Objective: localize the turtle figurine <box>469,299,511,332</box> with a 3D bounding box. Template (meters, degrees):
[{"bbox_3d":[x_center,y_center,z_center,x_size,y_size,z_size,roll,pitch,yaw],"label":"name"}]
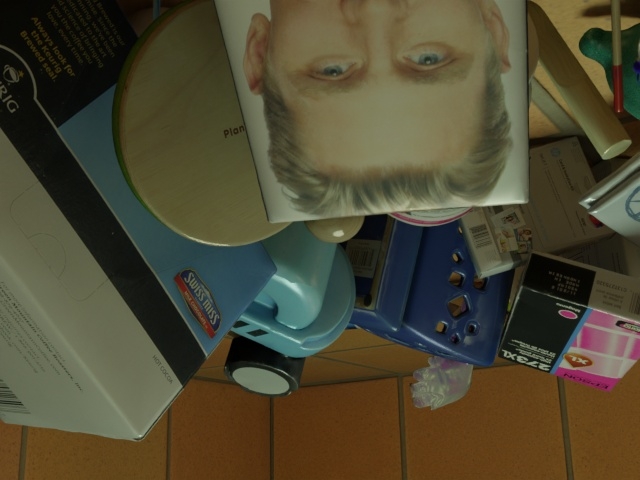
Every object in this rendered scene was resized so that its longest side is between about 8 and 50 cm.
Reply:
[{"bbox_3d":[0.350,0.087,1.550,0.269,0.217,0.087,23,178,-38],"label":"turtle figurine"}]

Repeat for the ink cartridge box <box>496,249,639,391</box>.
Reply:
[{"bbox_3d":[0.352,0.135,1.149,0.175,0.069,0.371,16,159,13],"label":"ink cartridge box"}]

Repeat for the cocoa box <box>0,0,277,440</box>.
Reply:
[{"bbox_3d":[-0.248,-0.030,0.724,0.231,0.228,0.347,-6,123,40],"label":"cocoa box"}]

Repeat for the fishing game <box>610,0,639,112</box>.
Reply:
[{"bbox_3d":[0.358,-0.209,0.671,0.264,0.041,0.189,-17,123,0],"label":"fishing game"}]

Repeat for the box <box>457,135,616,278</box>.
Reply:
[{"bbox_3d":[0.277,-0.045,1.084,0.186,0.145,0.038,-18,164,1],"label":"box"}]

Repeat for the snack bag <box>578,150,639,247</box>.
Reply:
[{"bbox_3d":[0.538,-0.083,0.982,0.323,0.037,0.342,25,127,-32],"label":"snack bag"}]

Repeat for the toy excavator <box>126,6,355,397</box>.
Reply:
[{"bbox_3d":[-0.100,-0.035,0.978,0.432,0.222,0.445,27,143,-18],"label":"toy excavator"}]

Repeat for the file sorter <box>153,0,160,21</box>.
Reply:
[{"bbox_3d":[-0.055,-0.207,0.673,0.170,0.105,0.118,2,163,-12],"label":"file sorter"}]

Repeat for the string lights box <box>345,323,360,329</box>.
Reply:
[{"bbox_3d":[-0.015,0.120,1.690,0.259,0.133,0.077,-4,162,11],"label":"string lights box"}]

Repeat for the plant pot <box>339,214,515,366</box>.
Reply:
[{"bbox_3d":[0.136,0.043,1.228,0.212,0.236,0.236,17,174,-30],"label":"plant pot"}]

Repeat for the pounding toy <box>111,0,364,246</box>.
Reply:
[{"bbox_3d":[-0.066,-0.094,0.639,0.236,0.183,0.110,7,-171,-38],"label":"pounding toy"}]

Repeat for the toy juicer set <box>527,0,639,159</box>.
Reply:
[{"bbox_3d":[0.346,-0.132,0.767,0.328,0.209,0.089,-2,155,0],"label":"toy juicer set"}]

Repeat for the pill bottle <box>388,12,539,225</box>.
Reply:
[{"bbox_3d":[0.125,-0.130,0.839,0.160,0.160,0.283,-1,163,0],"label":"pill bottle"}]

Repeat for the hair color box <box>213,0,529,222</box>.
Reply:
[{"bbox_3d":[0.025,-0.182,0.455,0.173,0.105,0.347,-4,127,11],"label":"hair color box"}]

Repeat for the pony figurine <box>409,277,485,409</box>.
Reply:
[{"bbox_3d":[0.328,0.188,1.786,0.351,0.303,0.363,1,150,-37],"label":"pony figurine"}]

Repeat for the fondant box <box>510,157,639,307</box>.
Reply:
[{"bbox_3d":[0.415,0.040,1.282,0.096,0.238,0.330,2,163,-17],"label":"fondant box"}]
